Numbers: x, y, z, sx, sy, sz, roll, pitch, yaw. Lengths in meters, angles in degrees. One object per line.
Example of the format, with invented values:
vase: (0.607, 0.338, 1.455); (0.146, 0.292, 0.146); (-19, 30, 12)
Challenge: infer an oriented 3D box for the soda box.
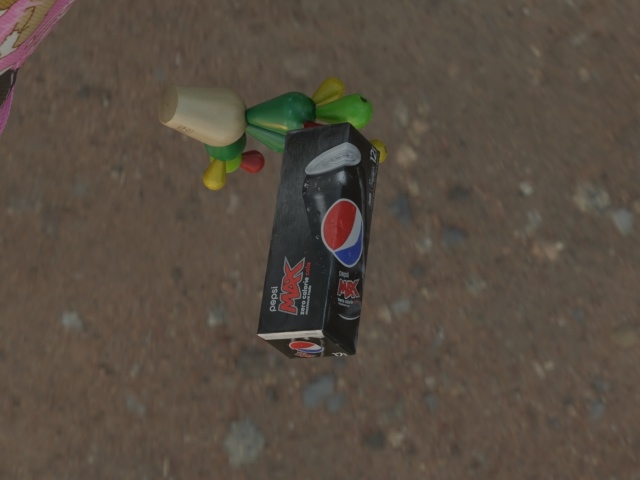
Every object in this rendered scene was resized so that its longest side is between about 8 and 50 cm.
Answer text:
soda box: (0.000, 0.000, 1.391); (0.060, 0.169, 0.053); (-6, 154, 29)

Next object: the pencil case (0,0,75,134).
pencil case: (-0.136, -0.141, 0.673); (0.167, 0.160, 0.386); (48, 133, 2)

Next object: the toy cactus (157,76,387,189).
toy cactus: (-0.056, -0.087, 1.591); (0.180, 0.219, 0.112); (12, 85, -34)
